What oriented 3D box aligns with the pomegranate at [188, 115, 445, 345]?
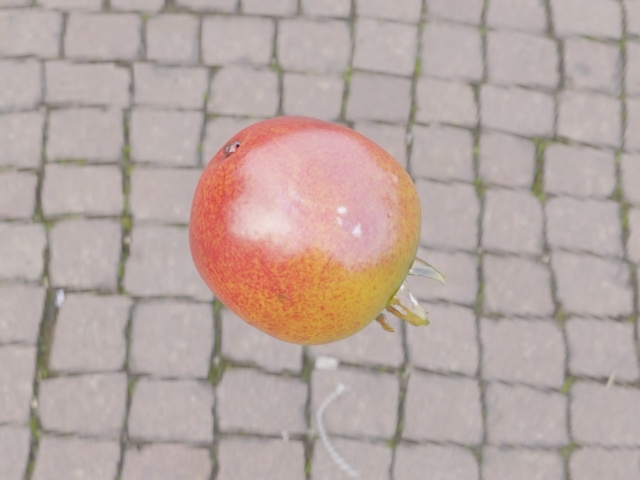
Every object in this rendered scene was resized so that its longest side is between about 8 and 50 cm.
[{"bbox_3d":[0.000,0.000,1.462,0.257,0.221,0.221,32,51,-17],"label":"pomegranate"}]
